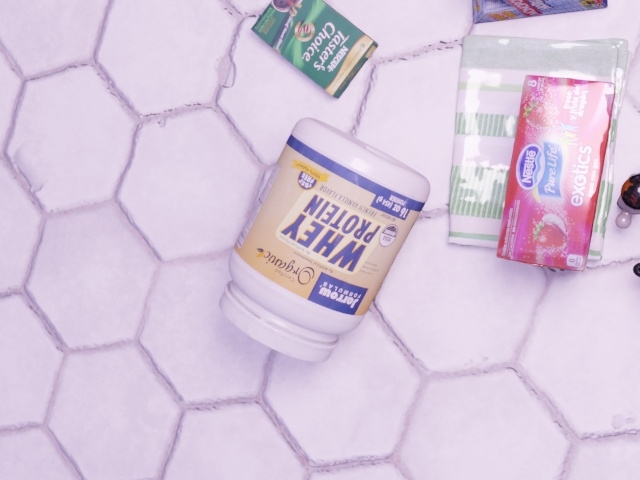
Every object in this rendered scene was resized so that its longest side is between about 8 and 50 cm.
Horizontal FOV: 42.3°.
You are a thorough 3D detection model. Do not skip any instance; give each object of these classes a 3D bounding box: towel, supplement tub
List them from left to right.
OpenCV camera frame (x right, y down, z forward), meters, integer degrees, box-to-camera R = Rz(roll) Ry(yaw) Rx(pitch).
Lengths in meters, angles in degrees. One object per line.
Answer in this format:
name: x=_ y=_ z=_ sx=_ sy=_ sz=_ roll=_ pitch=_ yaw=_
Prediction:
supplement tub: x=0.000 y=0.000 z=1.251 sx=0.228 sy=0.228 sz=0.316 roll=29 pitch=100 yaw=14
towel: x=0.322 y=-0.143 z=1.248 sx=0.247 sy=0.038 sz=0.325 roll=6 pitch=94 yaw=17

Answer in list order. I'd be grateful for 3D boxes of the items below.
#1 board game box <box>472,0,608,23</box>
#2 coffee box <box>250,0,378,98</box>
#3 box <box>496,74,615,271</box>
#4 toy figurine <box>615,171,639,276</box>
board game box: x=0.293 y=-0.365 z=1.191 sx=0.194 sy=0.194 sz=0.060 roll=-3 pitch=90 yaw=31
coffee box: x=-0.010 y=-0.328 z=1.338 sx=0.184 sy=0.040 sz=0.113 roll=42 pitch=103 yaw=11
box: x=0.330 y=-0.092 z=1.161 sx=0.122 sy=0.128 sz=0.257 roll=9 pitch=94 yaw=17
toy figurine: x=0.521 y=-0.030 z=1.134 sx=0.213 sy=0.148 sz=0.210 roll=-20 pitch=86 yaw=17
